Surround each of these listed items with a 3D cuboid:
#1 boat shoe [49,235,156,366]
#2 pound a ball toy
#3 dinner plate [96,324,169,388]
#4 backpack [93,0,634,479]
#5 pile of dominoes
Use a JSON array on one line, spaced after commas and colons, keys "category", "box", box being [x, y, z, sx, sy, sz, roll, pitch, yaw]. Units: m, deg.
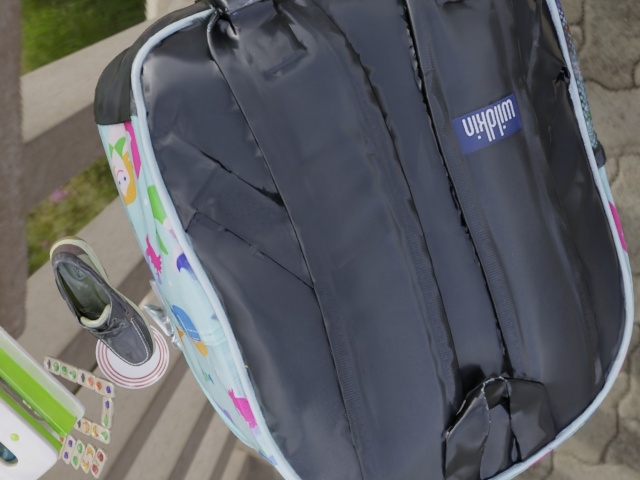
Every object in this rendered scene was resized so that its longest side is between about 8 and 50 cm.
[{"category": "boat shoe", "box": [-0.312, 0.099, 1.394, 0.080, 0.073, 0.224, -24, 114, 12]}, {"category": "pound a ball toy", "box": [-0.490, 0.205, 1.298, 0.135, 0.208, 0.319, -39, 104, 19]}, {"category": "dinner plate", "box": [-0.361, 0.218, 1.910, 0.141, 0.017, 0.141, 0, 103, 1]}, {"category": "backpack", "box": [0.025, -0.003, 0.487, 0.225, 0.191, 0.254, -25, 97, -18]}, {"category": "pile of dominoes", "box": [-0.484, 0.338, 1.887, 0.251, 0.040, 0.196, 11, 99, 42]}]
